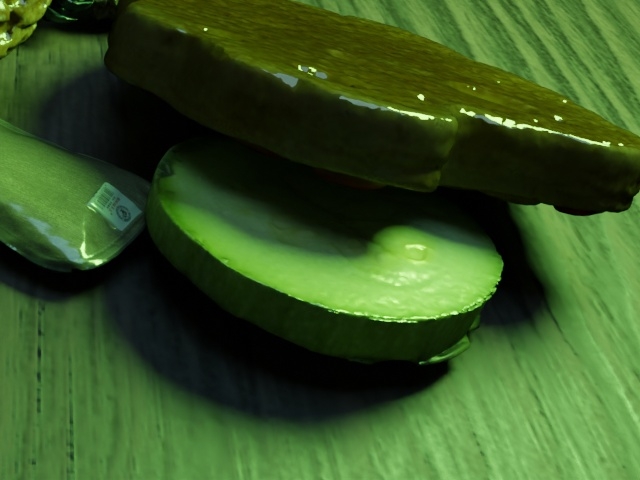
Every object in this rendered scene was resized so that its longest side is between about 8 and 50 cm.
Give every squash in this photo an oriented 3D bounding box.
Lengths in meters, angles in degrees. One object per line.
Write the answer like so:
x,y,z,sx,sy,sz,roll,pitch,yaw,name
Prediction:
0.002,-0.004,0.723,0.219,0.041,0.219,18,25,-9,squash

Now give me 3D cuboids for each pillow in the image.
-0.201,-0.046,0.722,0.217,0.033,0.130,22,29,9,pillow

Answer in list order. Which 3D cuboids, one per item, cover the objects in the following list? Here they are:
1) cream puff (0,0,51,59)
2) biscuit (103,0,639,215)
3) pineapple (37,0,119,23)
-0.284,-0.189,0.782,0.169,0.183,0.183,-4,11,44,cream puff
0.036,-0.101,0.832,0.381,0.074,0.359,27,23,24,biscuit
-0.184,-0.210,0.934,0.221,0.083,0.103,-15,60,-42,pineapple
